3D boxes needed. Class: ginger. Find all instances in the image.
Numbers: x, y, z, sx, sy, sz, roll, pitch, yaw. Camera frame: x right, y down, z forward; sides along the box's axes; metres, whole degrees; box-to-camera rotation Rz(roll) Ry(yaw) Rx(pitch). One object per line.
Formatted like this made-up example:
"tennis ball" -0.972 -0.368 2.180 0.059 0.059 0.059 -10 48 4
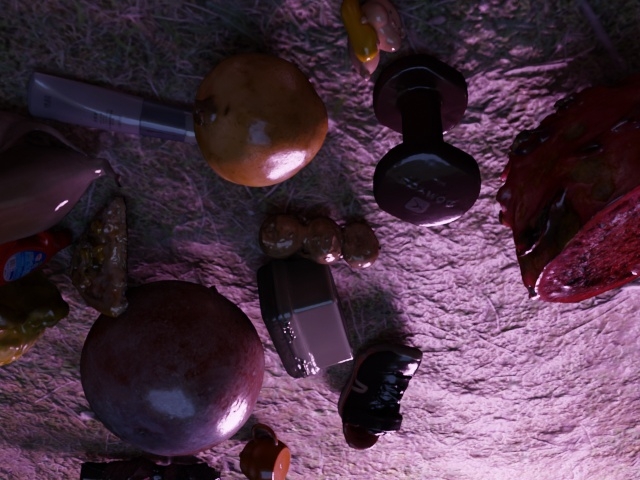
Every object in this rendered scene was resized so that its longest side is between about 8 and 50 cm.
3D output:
"ginger" 0.000 0.000 1.339 0.204 0.080 0.104 5 166 -4

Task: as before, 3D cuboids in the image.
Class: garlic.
"garlic" -0.477 -0.106 1.157 0.340 0.246 0.232 -23 105 -10

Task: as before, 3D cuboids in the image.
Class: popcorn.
"popcorn" -0.560 0.107 1.370 0.251 0.206 0.237 -12 120 -3

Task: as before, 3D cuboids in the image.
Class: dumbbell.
"dumbbell" 0.139 -0.137 1.100 0.140 0.225 0.124 23 133 -18

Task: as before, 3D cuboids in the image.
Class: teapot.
"teapot" -0.132 0.481 1.798 0.116 0.116 0.173 2 108 -1

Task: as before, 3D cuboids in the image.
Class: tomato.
"tomato" -0.252 0.219 1.421 0.316 0.283 0.317 9 136 9

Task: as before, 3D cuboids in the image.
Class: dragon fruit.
"dragon fruit" 0.410 -0.091 1.119 0.386 0.249 0.371 -35 153 15

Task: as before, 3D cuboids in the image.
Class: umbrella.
"umbrella" -0.389 0.542 1.860 0.326 0.090 0.094 5 156 -5

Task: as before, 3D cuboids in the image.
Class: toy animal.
"toy animal" 0.076 -0.268 1.076 0.082 0.091 0.114 -17 132 -2

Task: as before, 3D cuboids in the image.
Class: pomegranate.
"pomegranate" -0.094 -0.164 1.112 0.196 0.196 0.196 0 134 0

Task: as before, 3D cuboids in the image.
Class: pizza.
"pizza" -0.358 0.017 1.331 0.052 0.185 0.195 1 113 -47

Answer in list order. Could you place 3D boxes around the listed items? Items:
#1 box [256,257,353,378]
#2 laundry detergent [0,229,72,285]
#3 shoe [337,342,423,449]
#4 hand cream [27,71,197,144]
"box" -0.025 0.132 1.423 0.129 0.148 0.210 -14 135 3
"laundry detergent" -0.470 0.013 1.313 0.049 0.165 0.097 35 125 18
"shoe" 0.109 0.313 1.599 0.114 0.137 0.291 13 132 -13
"hand cream" -0.296 -0.185 1.185 0.255 0.048 0.079 12 128 -7
